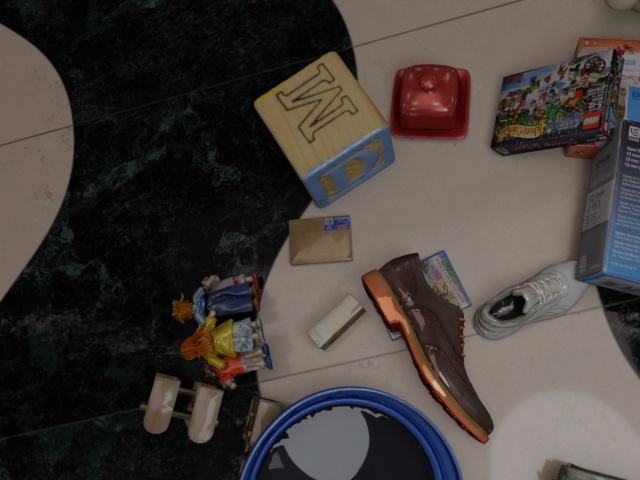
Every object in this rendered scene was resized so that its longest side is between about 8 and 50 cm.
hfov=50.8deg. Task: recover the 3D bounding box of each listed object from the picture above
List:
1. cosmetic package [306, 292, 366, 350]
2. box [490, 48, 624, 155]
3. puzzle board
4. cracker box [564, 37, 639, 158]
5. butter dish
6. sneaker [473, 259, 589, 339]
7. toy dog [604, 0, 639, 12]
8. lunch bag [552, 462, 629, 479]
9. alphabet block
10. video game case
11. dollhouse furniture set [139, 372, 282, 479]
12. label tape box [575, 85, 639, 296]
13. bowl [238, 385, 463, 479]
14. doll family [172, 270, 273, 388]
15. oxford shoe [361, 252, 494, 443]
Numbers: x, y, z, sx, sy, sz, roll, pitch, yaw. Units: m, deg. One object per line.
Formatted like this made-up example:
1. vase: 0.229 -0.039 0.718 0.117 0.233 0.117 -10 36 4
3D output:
1. cosmetic package: 0.031 0.157 1.295 0.115 0.060 0.041 -43 73 -1
2. box: 0.439 -0.253 1.264 0.233 0.044 0.159 -3 69 51
3. puzzle board: 0.000 0.000 1.369 0.128 0.011 0.096 -5 73 9
4. cracker box: 0.566 -0.272 1.303 0.156 0.067 0.232 6 77 13
5. butter dish: 0.218 -0.294 1.350 0.160 0.118 0.160 4 76 13
6. sneaker: 0.387 0.105 1.209 0.232 0.115 0.090 -31 72 2
7. toy dog: 0.702 -0.529 1.269 0.395 0.284 0.407 -8 68 -29
8. lunch bag: 0.491 0.500 1.056 0.287 0.169 0.235 13 78 10
9. alphabet block: 0.012 -0.213 1.332 0.193 0.192 0.197 -32 73 -1
10. video game case: 0.189 0.106 1.301 0.166 0.015 0.119 -25 71 4
11. dollhouse furniture set: -0.211 0.345 1.217 0.242 0.212 0.161 16 78 -11
12. label tape box: 0.612 -0.071 1.189 0.249 0.115 0.347 14 75 -2
13. bowl: 0.049 0.447 1.142 0.391 0.077 0.391 2 80 -9
14. doll family: -0.195 0.147 1.277 0.163 0.118 0.263 -13 53 0
15. oxford shoe: 0.219 0.186 1.209 0.133 0.130 0.363 -31 79 -4
